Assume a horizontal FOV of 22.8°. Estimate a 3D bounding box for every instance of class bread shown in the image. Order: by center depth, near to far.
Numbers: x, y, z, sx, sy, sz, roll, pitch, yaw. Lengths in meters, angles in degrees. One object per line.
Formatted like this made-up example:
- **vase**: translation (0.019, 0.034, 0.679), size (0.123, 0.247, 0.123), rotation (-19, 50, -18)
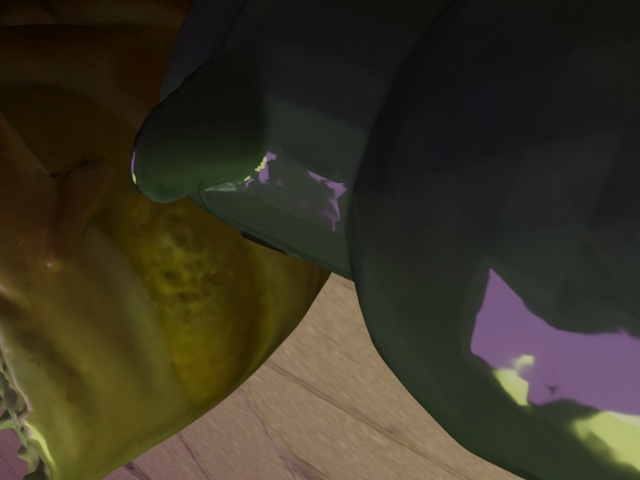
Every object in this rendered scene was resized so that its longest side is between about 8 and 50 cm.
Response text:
- **bread**: translation (-0.150, -0.019, 0.645), size (0.333, 0.333, 0.160), rotation (16, 132, 51)

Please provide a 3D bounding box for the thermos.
- **thermos**: translation (0.102, -0.005, 0.398), size (0.286, 0.182, 0.145), rotation (25, 121, 23)
